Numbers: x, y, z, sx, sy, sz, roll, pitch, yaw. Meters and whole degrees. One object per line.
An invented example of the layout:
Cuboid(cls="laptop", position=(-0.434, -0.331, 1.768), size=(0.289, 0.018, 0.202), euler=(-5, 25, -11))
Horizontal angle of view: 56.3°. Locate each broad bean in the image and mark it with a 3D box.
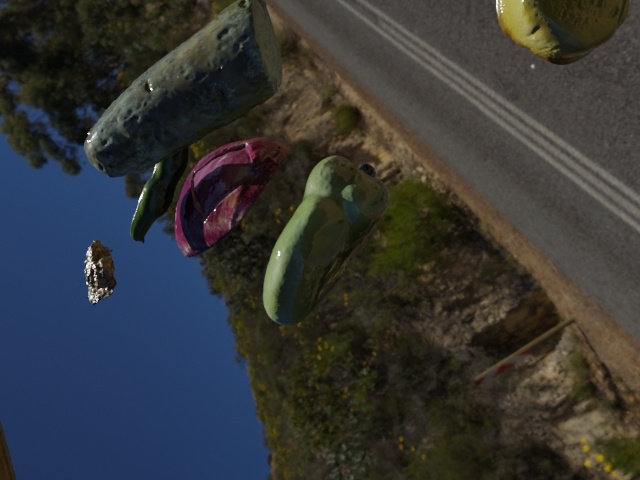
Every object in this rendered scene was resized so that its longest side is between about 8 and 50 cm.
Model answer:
Cuboid(cls="broad bean", position=(0.000, 0.000, 0.747), size=(0.100, 0.228, 0.169), euler=(35, 171, 16))
Cuboid(cls="broad bean", position=(-0.260, -0.124, 1.018), size=(0.060, 0.298, 0.043), euler=(12, -161, -35))

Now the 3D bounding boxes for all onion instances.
Cuboid(cls="onion", position=(-0.172, -0.107, 1.077), size=(0.111, 0.250, 0.247), euler=(42, 145, -16))

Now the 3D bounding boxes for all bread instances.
Cuboid(cls="bread", position=(0.514, -0.512, 1.258), size=(0.270, 0.269, 0.148), euler=(55, 180, -8))

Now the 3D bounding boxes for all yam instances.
Cuboid(cls="yam", position=(-0.190, -0.196, 0.829), size=(0.133, 0.330, 0.133), euler=(55, -167, -20))

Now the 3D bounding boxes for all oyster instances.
Cuboid(cls="oyster", position=(-0.569, 0.077, 1.526), size=(0.056, 0.105, 0.177), euler=(22, -123, -46))

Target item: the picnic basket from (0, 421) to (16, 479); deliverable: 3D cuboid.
Cuboid(cls="picnic basket", position=(-0.396, 0.225, 0.570), size=(0.165, 0.139, 0.267), euler=(130, 120, -75))
